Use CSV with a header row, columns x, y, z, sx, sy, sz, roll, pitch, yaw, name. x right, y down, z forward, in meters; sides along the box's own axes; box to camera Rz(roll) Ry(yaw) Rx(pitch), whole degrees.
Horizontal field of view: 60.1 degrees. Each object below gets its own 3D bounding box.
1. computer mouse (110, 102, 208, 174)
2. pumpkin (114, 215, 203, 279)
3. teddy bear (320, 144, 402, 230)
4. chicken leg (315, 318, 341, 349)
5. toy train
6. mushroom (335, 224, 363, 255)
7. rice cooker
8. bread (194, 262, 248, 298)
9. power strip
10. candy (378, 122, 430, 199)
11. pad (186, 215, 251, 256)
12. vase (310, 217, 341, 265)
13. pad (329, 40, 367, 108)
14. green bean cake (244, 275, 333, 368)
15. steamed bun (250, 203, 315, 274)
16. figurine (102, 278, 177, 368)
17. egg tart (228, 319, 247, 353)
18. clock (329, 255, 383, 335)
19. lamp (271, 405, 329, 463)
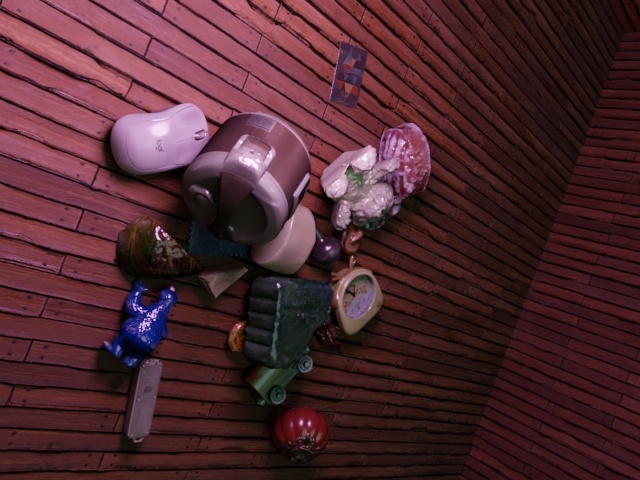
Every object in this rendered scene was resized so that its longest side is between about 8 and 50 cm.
x,y,z,sx,sy,sz,roll,pitch,yaw,name
-0.429,-0.283,1.536,0.296,0.121,0.184,-15,112,-37,computer mouse
-0.469,0.070,1.621,0.163,0.111,0.278,-49,132,-14,pumpkin
0.178,-0.149,1.983,0.327,0.375,0.362,-44,107,1,teddy bear
0.032,0.381,2.222,0.093,0.053,0.205,-46,135,-41,chicken leg
-0.157,0.471,2.041,0.285,0.116,0.177,-46,117,-22,toy train
0.108,0.001,2.139,0.127,0.087,0.127,-11,106,-42,mushroom
-0.206,-0.169,1.583,0.335,0.335,0.325,64,37,-35,rice cooker
-0.325,0.100,1.783,0.152,0.077,0.105,-44,129,-25,bread
-0.552,0.491,1.717,0.078,0.052,0.272,6,100,-43,power strip
0.321,-0.303,2.148,0.157,0.214,0.290,-20,115,-32,candy
-0.299,-0.078,1.794,0.268,0.012,0.270,1,103,-43,pad
0.000,0.000,2.031,0.120,0.120,0.183,-41,114,-26,vase
0.104,-0.595,2.001,0.142,0.003,0.212,4,101,-43,pad
-0.114,0.281,1.933,0.300,0.169,0.308,11,85,-50,green bean cake
-0.110,-0.009,1.885,0.200,0.154,0.250,27,85,-49,steamed bun
-0.510,0.249,1.630,0.164,0.120,0.262,33,78,-40,figurine
-0.275,0.330,1.922,0.128,0.049,0.129,-20,119,-40,egg tart
0.124,0.208,2.214,0.235,0.096,0.308,-39,126,-26,clock
-0.077,0.742,2.135,0.226,0.226,0.227,-15,113,-39,lamp
